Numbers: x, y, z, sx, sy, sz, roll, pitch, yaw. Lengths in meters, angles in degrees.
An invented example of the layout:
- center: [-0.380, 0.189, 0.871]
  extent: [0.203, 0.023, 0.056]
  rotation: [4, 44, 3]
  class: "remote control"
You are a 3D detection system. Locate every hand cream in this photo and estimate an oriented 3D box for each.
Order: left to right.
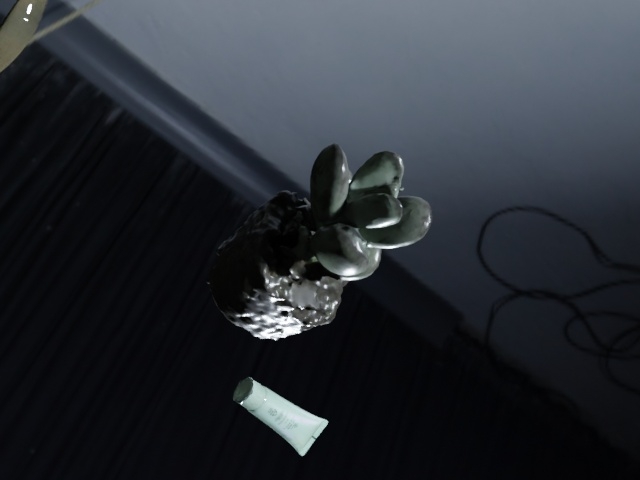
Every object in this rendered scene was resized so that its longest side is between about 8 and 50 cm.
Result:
- center: [-0.070, 0.306, 1.806]
  extent: [0.205, 0.078, 0.050]
  rotation: [42, 172, -36]
  class: "hand cream"

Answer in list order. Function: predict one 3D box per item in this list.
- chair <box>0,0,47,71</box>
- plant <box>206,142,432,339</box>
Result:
- center: [-0.395, -0.270, 0.929]
  extent: [0.272, 0.188, 0.166]
  rotation: [37, 175, -34]
  class: "chair"
- center: [0.001, 0.001, 1.129]
  extent: [0.146, 0.149, 0.274]
  rotation: [21, 140, -29]
  class: "plant"
